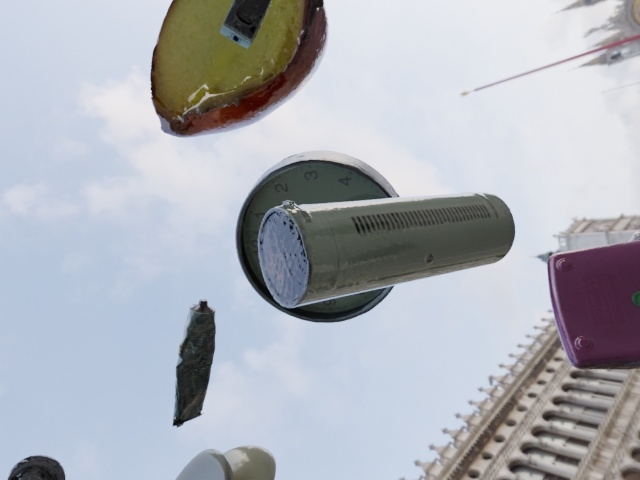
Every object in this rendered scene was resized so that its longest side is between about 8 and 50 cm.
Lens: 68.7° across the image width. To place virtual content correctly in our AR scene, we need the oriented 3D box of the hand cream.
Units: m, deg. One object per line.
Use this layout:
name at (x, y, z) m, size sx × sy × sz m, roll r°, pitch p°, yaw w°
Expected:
hand cream at (-0.243, 0.238, 0.918) m, size 0.075 × 0.052 × 0.248 m, roll 6°, pitch -88°, yaw -39°

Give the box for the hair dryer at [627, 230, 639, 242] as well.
hair dryer at (0.487, 0.059, 0.758) m, size 0.195 × 0.053 × 0.220 m, roll -48°, pitch -23°, yaw -19°

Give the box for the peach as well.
peach at (-0.139, -0.318, 0.835) m, size 0.362 × 0.257 × 0.201 m, roll -54°, pitch -11°, yaw 2°

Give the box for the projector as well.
projector at (0.094, -0.001, 0.562) m, size 0.337 × 0.108 × 0.108 m, roll -7°, pitch -88°, yaw -35°

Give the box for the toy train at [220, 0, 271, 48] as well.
toy train at (-0.067, -0.353, 0.602) m, size 0.043 × 0.047 × 0.208 m, roll 25°, pitch -92°, yaw -20°

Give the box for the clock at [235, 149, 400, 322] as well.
clock at (0.000, 0.001, 0.850) m, size 0.066 × 0.318 × 0.319 m, roll -67°, pitch -44°, yaw -68°

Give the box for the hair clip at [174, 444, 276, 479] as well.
hair clip at (-0.179, 0.407, 0.649) m, size 0.282 × 0.172 × 0.113 m, roll -55°, pitch -40°, yaw -18°

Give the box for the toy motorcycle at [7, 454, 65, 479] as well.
toy motorcycle at (-0.311, 0.320, 0.480) m, size 0.124 × 0.061 × 0.193 m, roll 42°, pitch -94°, yaw -12°

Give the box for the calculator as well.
calculator at (0.315, 0.052, 0.425) m, size 0.034 × 0.190 × 0.127 m, roll 56°, pitch -149°, yaw -51°
